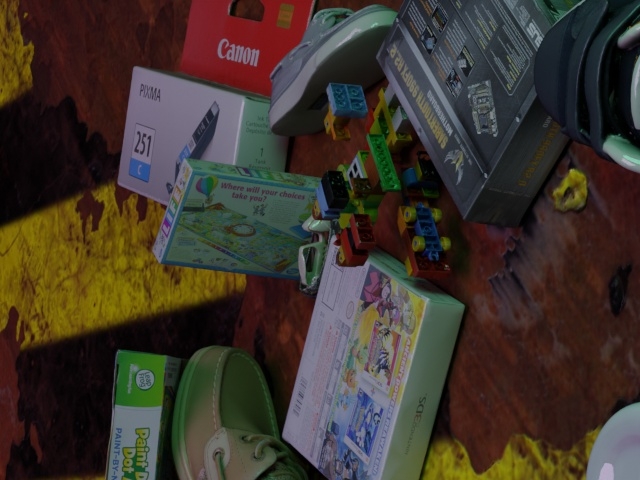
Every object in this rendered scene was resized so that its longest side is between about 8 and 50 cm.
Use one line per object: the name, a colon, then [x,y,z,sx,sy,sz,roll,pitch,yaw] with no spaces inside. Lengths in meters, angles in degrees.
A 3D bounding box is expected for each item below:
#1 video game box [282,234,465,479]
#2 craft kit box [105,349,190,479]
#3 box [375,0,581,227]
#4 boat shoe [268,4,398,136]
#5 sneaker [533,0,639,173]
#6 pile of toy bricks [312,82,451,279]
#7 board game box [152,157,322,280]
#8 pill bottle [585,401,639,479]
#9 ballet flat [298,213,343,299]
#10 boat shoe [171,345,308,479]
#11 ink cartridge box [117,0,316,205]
video game box: [0.044,0.119,1.776,0.187,0.048,0.205,38,117,60]
craft kit box: [-0.167,0.237,1.988,0.250,0.061,0.247,35,-118,-82]
box: [0.140,-0.153,1.654,0.183,0.056,0.231,-63,34,32]
boat shoe: [0.007,-0.176,1.874,0.227,0.079,0.081,-40,54,55]
sneaker: [0.227,-0.111,1.353,0.321,0.127,0.126,12,106,57]
pile of toy bricks: [0.038,-0.036,1.753,0.105,0.118,0.212,118,147,-46]
board game box: [-0.073,-0.019,1.906,0.026,0.154,0.103,54,129,52]
pill bottle: [0.264,0.155,1.228,0.103,0.184,0.103,-21,65,58]
ballet flat: [0.000,0.000,1.889,0.041,0.041,0.114,16,98,61]
boat shoe: [-0.057,0.240,1.874,0.110,0.121,0.341,-33,51,32]
ink cartridge box: [-0.116,-0.160,2.108,0.296,0.066,0.261,21,103,60]
